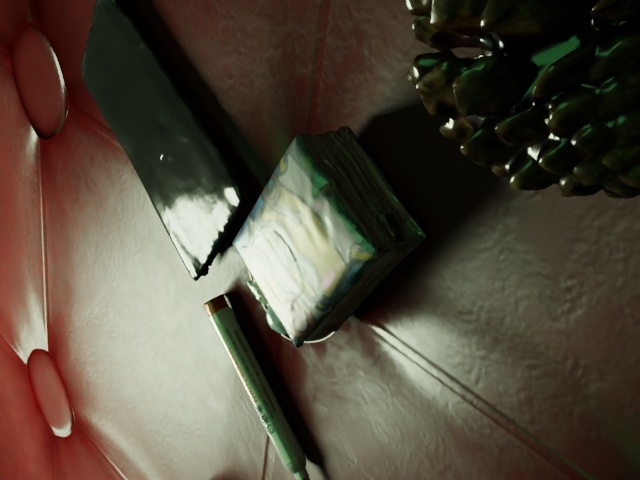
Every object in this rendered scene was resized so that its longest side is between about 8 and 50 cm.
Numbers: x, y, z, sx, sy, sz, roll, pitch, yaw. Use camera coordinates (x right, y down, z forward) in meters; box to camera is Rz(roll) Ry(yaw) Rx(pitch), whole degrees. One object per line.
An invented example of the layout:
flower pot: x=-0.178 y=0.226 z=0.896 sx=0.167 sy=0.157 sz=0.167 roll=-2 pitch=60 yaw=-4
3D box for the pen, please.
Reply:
pen: x=-0.059 y=0.152 z=0.898 sx=0.026 sy=0.026 sz=0.218 roll=-43 pitch=71 yaw=50

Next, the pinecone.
pinecone: x=0.130 y=-0.123 z=0.441 sx=0.179 sy=0.184 sz=0.204 roll=110 pitch=154 yaw=-50

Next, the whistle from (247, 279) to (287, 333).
whistle: x=-0.045 y=0.046 z=0.830 sx=0.100 sy=0.035 sz=0.035 roll=60 pitch=141 yaw=17

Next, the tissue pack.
tissue pack: x=0.000 y=0.000 z=0.731 sx=0.115 sy=0.065 sz=0.155 roll=58 pitch=140 yaw=18

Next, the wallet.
wallet: x=-0.166 y=-0.110 z=0.919 sx=0.285 sy=0.030 sz=0.146 roll=57 pitch=143 yaw=20
